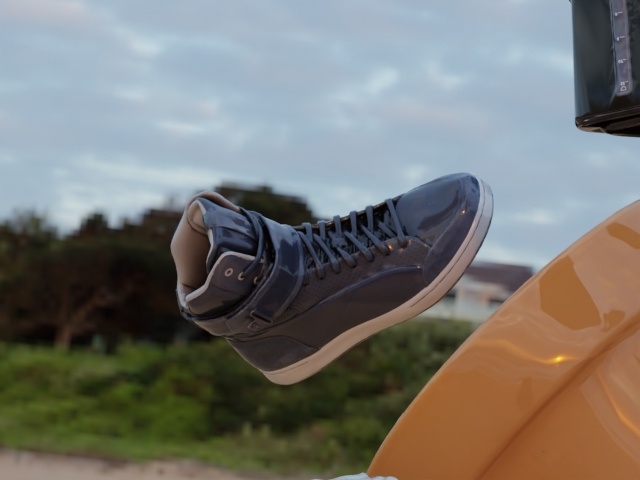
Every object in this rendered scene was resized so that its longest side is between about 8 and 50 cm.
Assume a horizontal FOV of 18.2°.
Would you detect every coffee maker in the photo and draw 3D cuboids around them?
[{"bbox_3d":[0.178,-0.143,1.023,0.120,0.178,0.171,-2,-4,-18],"label":"coffee maker"}]

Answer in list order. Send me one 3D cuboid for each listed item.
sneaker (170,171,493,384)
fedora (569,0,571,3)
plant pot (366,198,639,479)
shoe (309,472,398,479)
[{"bbox_3d":[0.000,0.002,1.418,0.226,0.086,0.163,-37,-48,16],"label":"sneaker"},{"bbox_3d":[0.283,-0.232,1.575,0.124,0.275,0.244,43,17,-10],"label":"fedora"},{"bbox_3d":[0.198,0.141,1.286,0.203,0.291,0.291,45,6,18],"label":"plant pot"},{"bbox_3d":[0.025,0.131,0.778,0.076,0.058,0.219,48,-3,16],"label":"shoe"}]
